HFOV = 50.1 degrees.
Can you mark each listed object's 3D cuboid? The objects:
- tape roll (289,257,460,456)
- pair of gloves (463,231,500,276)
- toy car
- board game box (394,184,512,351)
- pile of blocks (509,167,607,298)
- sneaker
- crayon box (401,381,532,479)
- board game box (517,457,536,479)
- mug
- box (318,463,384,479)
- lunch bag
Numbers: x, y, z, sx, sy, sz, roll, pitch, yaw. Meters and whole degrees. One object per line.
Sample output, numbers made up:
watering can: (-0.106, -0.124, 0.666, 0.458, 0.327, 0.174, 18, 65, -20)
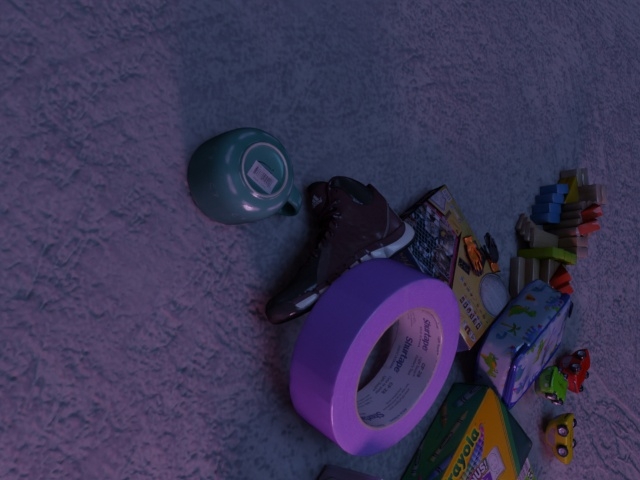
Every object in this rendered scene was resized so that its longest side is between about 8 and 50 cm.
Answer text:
tape roll: (0.085, 0.168, 0.993, 0.275, 0.090, 0.274, -23, 124, -39)
pair of gloves: (0.287, 0.024, 1.203, 0.083, 0.010, 0.074, -7, 80, -40)
toy car: (0.462, 0.296, 1.336, 0.225, 0.053, 0.239, 42, 60, -47)
board game box: (0.221, 0.046, 1.182, 0.165, 0.042, 0.243, -37, 99, -39)
pile of blocks: (0.494, -0.025, 1.387, 0.149, 0.113, 0.362, 41, 61, -27)
sneaker: (0.000, 0.000, 1.024, 0.281, 0.106, 0.162, -31, 86, -33)
crayon box: (0.239, 0.401, 1.158, 0.165, 0.081, 0.278, 51, 58, -22)
board game box: (0.315, 0.512, 1.217, 0.259, 0.039, 0.124, -54, 134, -31)
mug: (-0.091, -0.091, 0.945, 0.158, 0.097, 0.129, -11, 92, -38)
box: (0.055, 0.502, 0.979, 0.231, 0.127, 0.262, -50, 115, -33)
lunch bag: (0.368, 0.190, 1.244, 0.219, 0.090, 0.176, -39, 144, -34)
